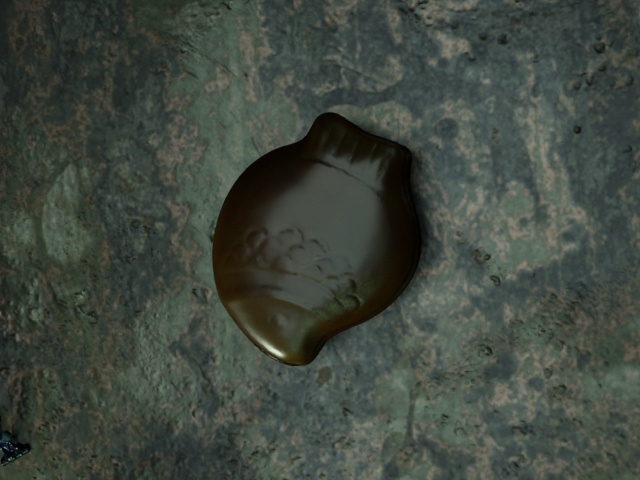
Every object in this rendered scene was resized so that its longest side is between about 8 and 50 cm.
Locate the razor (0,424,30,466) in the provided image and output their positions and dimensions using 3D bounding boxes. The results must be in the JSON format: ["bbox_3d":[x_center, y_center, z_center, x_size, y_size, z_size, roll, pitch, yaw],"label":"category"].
[{"bbox_3d":[-0.411,0.201,1.577,0.044,0.028,0.155,-29,87,12],"label":"razor"}]

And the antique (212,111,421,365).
[{"bbox_3d":[0.000,0.000,1.430,0.223,0.129,0.278,21,96,11],"label":"antique"}]
